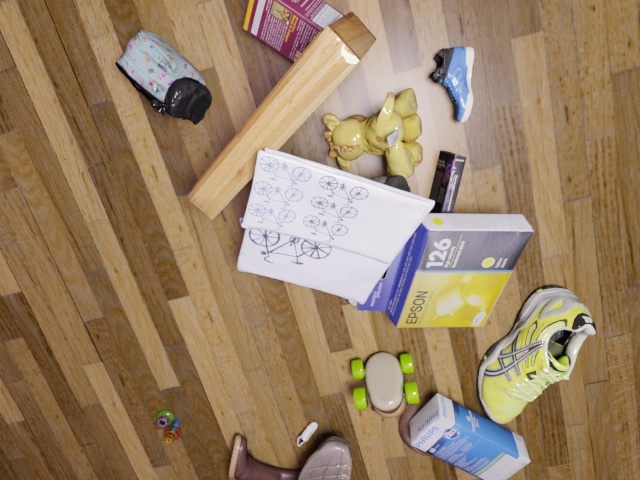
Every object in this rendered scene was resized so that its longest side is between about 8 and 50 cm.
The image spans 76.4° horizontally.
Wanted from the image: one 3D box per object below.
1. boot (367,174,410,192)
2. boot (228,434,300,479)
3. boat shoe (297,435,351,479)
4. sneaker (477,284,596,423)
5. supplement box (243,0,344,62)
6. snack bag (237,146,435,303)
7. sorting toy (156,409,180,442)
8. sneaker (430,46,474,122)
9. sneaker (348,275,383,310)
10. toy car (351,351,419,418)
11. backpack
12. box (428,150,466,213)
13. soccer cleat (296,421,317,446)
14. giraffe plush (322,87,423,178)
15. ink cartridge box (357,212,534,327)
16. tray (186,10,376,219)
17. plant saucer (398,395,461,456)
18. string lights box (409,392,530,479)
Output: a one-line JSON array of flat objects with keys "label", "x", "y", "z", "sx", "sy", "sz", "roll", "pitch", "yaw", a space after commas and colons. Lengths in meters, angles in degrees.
[{"label": "boot", "x": 0.136, "y": -0.067, "z": 0.922, "sx": 0.161, "sy": 0.084, "sz": 0.247, "roll": 8, "pitch": 150, "yaw": 36}, {"label": "boot", "x": -0.159, "y": 0.665, "z": 1.172, "sx": 0.206, "sy": 0.090, "sz": 0.249, "roll": 2, "pitch": 106, "yaw": -10}, {"label": "boat shoe", "x": -0.002, "y": 0.660, "z": 1.125, "sx": 0.132, "sy": 0.130, "sz": 0.356, "roll": 19, "pitch": 112, "yaw": 1}, {"label": "sneaker", "x": 0.504, "y": 0.297, "z": 0.979, "sx": 0.145, "sy": 0.147, "sz": 0.385, "roll": 16, "pitch": 109, "yaw": -4}, {"label": "supplement box", "x": -0.046, "y": -0.427, "z": 0.806, "sx": 0.188, "sy": 0.081, "sz": 0.104, "roll": 32, "pitch": 150, "yaw": -6}, {"label": "snack bag", "x": 0.000, "y": 0.000, "z": 0.800, "sx": 0.322, "sy": 0.037, "sz": 0.343, "roll": 16, "pitch": 136, "yaw": -11}, {"label": "sorting toy", "x": -0.432, "y": 0.533, "z": 1.154, "sx": 0.061, "sy": 0.042, "sz": 0.102, "roll": -20, "pitch": 104, "yaw": 9}, {"label": "sneaker", "x": 0.271, "y": -0.324, "z": 0.852, "sx": 0.084, "sy": 0.058, "sz": 0.152, "roll": -1, "pitch": 102, "yaw": -2}, {"label": "sneaker", "x": 0.113, "y": 0.101, "z": 0.991, "sx": 0.061, "sy": 0.054, "sz": 0.152, "roll": 22, "pitch": 107, "yaw": -1}, {"label": "toy car", "x": 0.174, "y": 0.396, "z": 1.059, "sx": 0.154, "sy": 0.149, "sz": 0.189, "roll": -10, "pitch": 134, "yaw": 10}, {"label": "backpack", "x": -0.325, "y": -0.341, "z": 0.849, "sx": 0.182, "sy": 0.152, "sz": 0.115, "roll": 43, "pitch": 99, "yaw": 3}, {"label": "box", "x": 0.270, "y": -0.110, "z": 0.887, "sx": 0.029, "sy": 0.116, "sz": 0.162, "roll": 7, "pitch": 107, "yaw": -1}, {"label": "soccer cleat", "x": -0.037, "y": 0.542, "z": 1.138, "sx": 0.029, "sy": 0.036, "sz": 0.083, "roll": 41, "pitch": 105, "yaw": -8}, {"label": "giraffe plush", "x": 0.103, "y": -0.214, "z": 0.852, "sx": 0.170, "sy": 0.210, "sz": 0.182, "roll": 1, "pitch": 104, "yaw": 32}, {"label": "ink cartridge box", "x": 0.257, "y": 0.077, "z": 0.892, "sx": 0.306, "sy": 0.072, "sz": 0.304, "roll": -1, "pitch": 131, "yaw": -9}, {"label": "tray", "x": -0.080, "y": -0.225, "z": 0.758, "sx": 0.076, "sy": 0.203, "sz": 0.410, "roll": 42, "pitch": 124, "yaw": -13}, {"label": "plant saucer", "x": 0.315, "y": 0.520, "z": 1.114, "sx": 0.198, "sy": 0.036, "sz": 0.199, "roll": 1, "pitch": 106, "yaw": 3}, {"label": "string lights box", "x": 0.374, "y": 0.510, "z": 1.036, "sx": 0.259, "sy": 0.077, "sz": 0.133, "roll": 29, "pitch": 118, "yaw": -5}]
